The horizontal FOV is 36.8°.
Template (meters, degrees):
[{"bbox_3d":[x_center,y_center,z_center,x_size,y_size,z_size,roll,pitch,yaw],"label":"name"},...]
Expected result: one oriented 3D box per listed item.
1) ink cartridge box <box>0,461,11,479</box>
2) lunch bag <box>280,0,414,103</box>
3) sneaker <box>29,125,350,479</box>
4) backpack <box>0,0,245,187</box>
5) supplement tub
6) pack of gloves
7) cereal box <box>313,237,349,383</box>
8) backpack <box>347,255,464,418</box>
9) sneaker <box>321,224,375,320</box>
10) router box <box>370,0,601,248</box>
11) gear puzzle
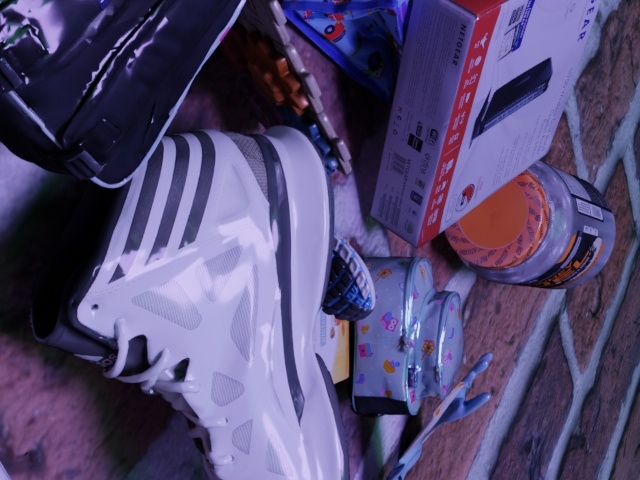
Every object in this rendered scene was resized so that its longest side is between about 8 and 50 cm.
[{"bbox_3d":[-0.323,0.148,0.548,0.226,0.131,0.306,-48,132,-42],"label":"ink cartridge box"},{"bbox_3d":[0.085,-0.308,1.141,0.293,0.138,0.221,35,63,-64],"label":"lunch bag"},{"bbox_3d":[-0.124,0.125,0.833,0.258,0.169,0.447,-4,93,-34],"label":"sneaker"},{"bbox_3d":[-0.168,-0.193,0.671,0.253,0.191,0.225,-55,143,-15],"label":"backpack"},{"bbox_3d":[0.319,-0.025,1.475,0.316,0.194,0.193,9,88,-57],"label":"supplement tub"},{"bbox_3d":[0.160,0.261,1.290,0.195,0.046,0.232,-38,161,-49],"label":"pack of gloves"},{"bbox_3d":[-0.047,0.094,1.049,0.240,0.047,0.173,-14,107,-56],"label":"cereal box"},{"bbox_3d":[0.103,0.111,1.195,0.166,0.144,0.188,-19,102,-71],"label":"backpack"},{"bbox_3d":[0.000,0.000,1.014,0.190,0.071,0.083,52,25,12],"label":"sneaker"},{"bbox_3d":[0.209,-0.195,1.172,0.301,0.082,0.335,-34,148,-34],"label":"router box"},{"bbox_3d":[-0.078,-0.196,0.865,0.044,0.175,0.339,-36,132,-9],"label":"gear puzzle"}]
